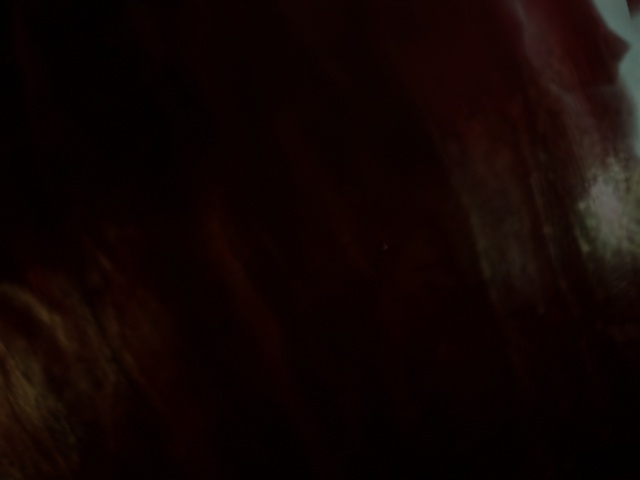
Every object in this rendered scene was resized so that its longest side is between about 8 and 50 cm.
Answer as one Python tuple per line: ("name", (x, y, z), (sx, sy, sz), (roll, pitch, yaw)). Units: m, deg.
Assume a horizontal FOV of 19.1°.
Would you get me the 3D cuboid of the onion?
("onion", (0.000, 0.000, 0.454), (0.232, 0.314, 0.314), (66, 13, -2))
